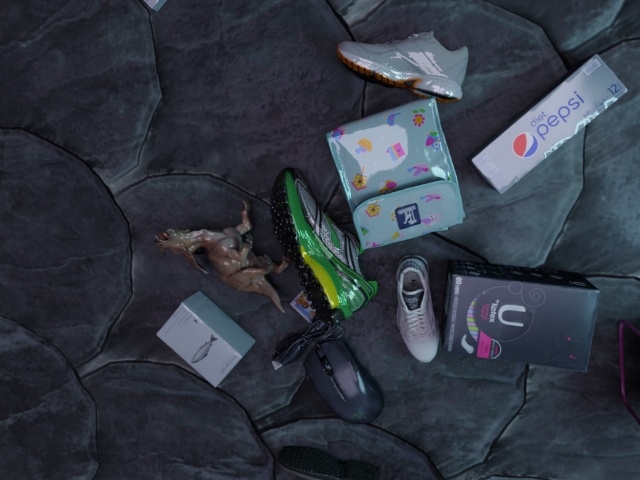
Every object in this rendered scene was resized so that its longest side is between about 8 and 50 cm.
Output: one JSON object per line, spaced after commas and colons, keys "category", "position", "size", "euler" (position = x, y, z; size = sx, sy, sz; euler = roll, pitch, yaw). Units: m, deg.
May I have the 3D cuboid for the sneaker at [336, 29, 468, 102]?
{"category": "sneaker", "position": [0.165, -0.363, 1.100], "size": [0.262, 0.099, 0.121], "euler": [17, 95, 0]}

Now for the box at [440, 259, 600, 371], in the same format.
{"category": "box", "position": [0.384, 0.142, 1.109], "size": [0.270, 0.143, 0.165], "euler": [5, 101, 9]}

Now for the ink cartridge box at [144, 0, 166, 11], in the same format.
{"category": "ink cartridge box", "position": [-0.368, -0.541, 1.194], "size": [0.048, 0.028, 0.083], "euler": [-42, 90, 14]}

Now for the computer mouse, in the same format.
{"category": "computer mouse", "position": [0.031, 0.308, 1.233], "size": [0.188, 0.072, 0.272], "euler": [-39, 93, 15]}

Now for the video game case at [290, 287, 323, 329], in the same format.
{"category": "video game case", "position": [0.003, 0.129, 1.245], "size": [0.087, 0.011, 0.122], "euler": [43, 104, 1]}

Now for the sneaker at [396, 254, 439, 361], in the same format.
{"category": "sneaker", "position": [0.199, 0.151, 1.171], "size": [0.090, 0.095, 0.235], "euler": [-11, 99, 10]}

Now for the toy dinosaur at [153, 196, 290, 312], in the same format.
{"category": "toy dinosaur", "position": [-0.196, 0.048, 1.219], "size": [0.200, 0.127, 0.296], "euler": [-33, 104, 21]}

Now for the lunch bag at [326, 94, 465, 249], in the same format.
{"category": "lunch bag", "position": [0.148, -0.124, 1.100], "size": [0.223, 0.160, 0.262], "euler": [-16, 100, 4]}

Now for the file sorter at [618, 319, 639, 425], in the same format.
{"category": "file sorter", "position": [0.736, 0.247, 1.041], "size": [0.290, 0.182, 0.202], "euler": [-5, 99, 12]}

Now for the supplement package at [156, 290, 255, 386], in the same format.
{"category": "supplement package", "position": [-0.256, 0.220, 1.260], "size": [0.179, 0.105, 0.105], "euler": [41, 103, 1]}

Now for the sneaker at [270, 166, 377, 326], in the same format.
{"category": "sneaker", "position": [0.000, 0.000, 1.185], "size": [0.146, 0.134, 0.344], "euler": [-24, 87, -23]}

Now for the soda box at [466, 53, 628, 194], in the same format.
{"category": "soda box", "position": [0.422, -0.217, 1.065], "size": [0.286, 0.098, 0.091], "euler": [-41, 91, 14]}

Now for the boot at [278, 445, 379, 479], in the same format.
{"category": "boot", "position": [0.009, 0.584, 1.288], "size": [0.246, 0.083, 0.161], "euler": [13, 107, 10]}
